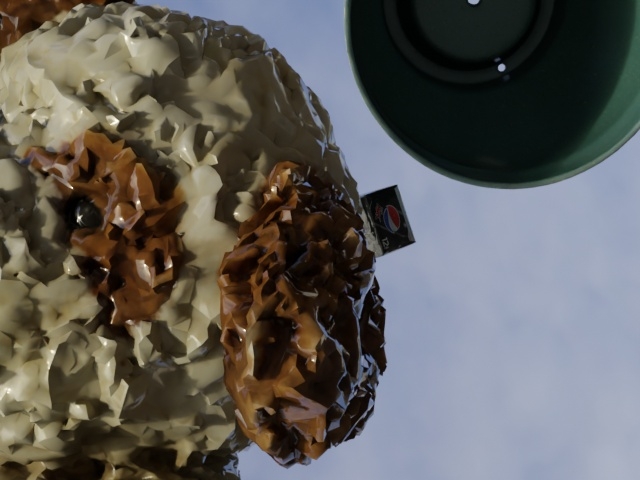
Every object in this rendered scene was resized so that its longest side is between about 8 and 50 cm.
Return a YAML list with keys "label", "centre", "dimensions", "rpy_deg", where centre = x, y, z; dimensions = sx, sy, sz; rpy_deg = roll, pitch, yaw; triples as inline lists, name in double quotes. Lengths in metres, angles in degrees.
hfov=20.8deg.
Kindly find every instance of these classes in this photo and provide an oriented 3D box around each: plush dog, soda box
- label: "plush dog"
  centre: [-0.073, 0.041, 0.488]
  dimensions: [0.211, 0.262, 0.225]
  rpy_deg: [19, -73, -50]
- label: "soda box"
  centre: [0.000, 0.000, 1.571]
  dimensions: [0.053, 0.169, 0.060]
  rpy_deg: [-20, -87, -51]

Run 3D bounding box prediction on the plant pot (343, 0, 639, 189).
- label: "plant pot"
  centre: [0.152, -0.207, 1.544]
  dimensions: [0.293, 0.196, 0.293]
  rpy_deg: [-2, -77, -7]
